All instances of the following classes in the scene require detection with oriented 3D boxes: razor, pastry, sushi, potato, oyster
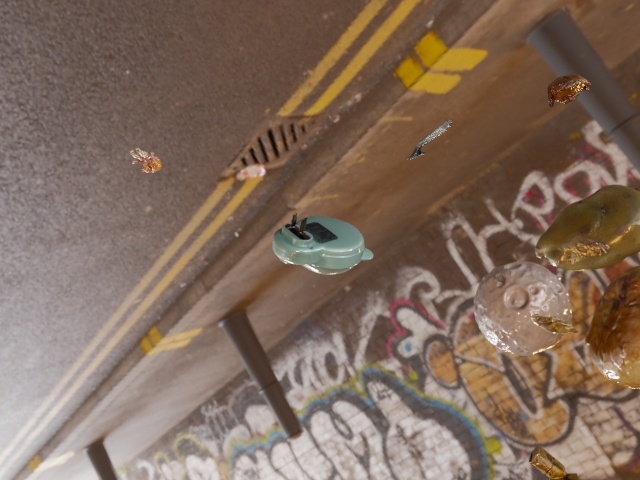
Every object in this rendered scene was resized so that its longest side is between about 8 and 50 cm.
[{"bbox_3d":[0.310,-0.289,1.840,0.066,0.033,0.190,-22,169,-29],"label":"razor"},{"bbox_3d":[1.046,0.283,2.119,0.409,0.245,0.409,-160,-90,-88],"label":"pastry"},{"bbox_3d":[0.452,-0.276,1.204,0.099,0.050,0.047,-24,120,-9],"label":"sushi"},{"bbox_3d":[0.796,-0.023,1.894,0.351,0.218,0.203,-28,150,22],"label":"potato"},{"bbox_3d":[0.471,0.171,1.324,0.051,0.093,0.034,23,83,-57],"label":"oyster"}]

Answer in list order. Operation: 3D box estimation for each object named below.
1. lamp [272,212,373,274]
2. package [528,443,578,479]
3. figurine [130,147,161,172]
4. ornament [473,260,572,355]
[{"bbox_3d":[-0.003,0.011,1.796,0.284,0.209,0.147,11,108,-46],"label":"lamp"},{"bbox_3d":[0.645,0.631,1.816,0.047,0.131,0.071,-56,168,11],"label":"package"},{"bbox_3d":[-0.436,-0.200,1.627,0.064,0.047,0.109,-18,163,10],"label":"figurine"},{"bbox_3d":[0.706,0.236,2.303,0.337,0.337,0.337,-29,166,-8],"label":"ornament"}]
